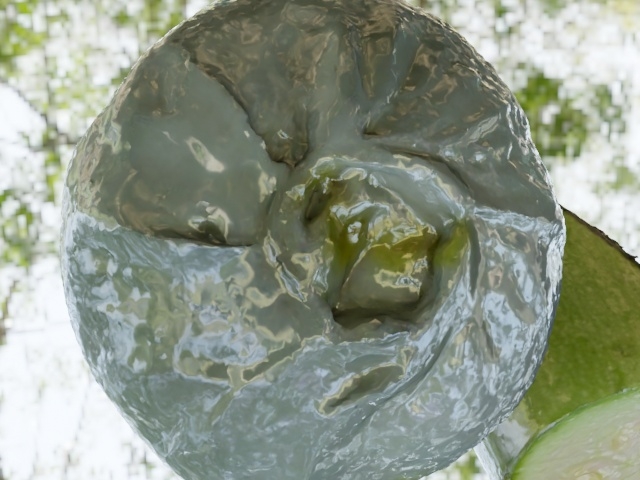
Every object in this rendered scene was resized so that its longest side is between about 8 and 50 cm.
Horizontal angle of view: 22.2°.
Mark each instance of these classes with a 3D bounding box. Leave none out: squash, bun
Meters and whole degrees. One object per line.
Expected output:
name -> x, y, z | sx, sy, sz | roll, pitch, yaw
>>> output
squash -> 0.197, 0.081, 1.451 | 0.210, 0.233, 0.309 | -3, -134, -17
bun -> 0.000, 0.000, 1.083 | 0.362, 0.361, 0.211 | -4, 176, -7
